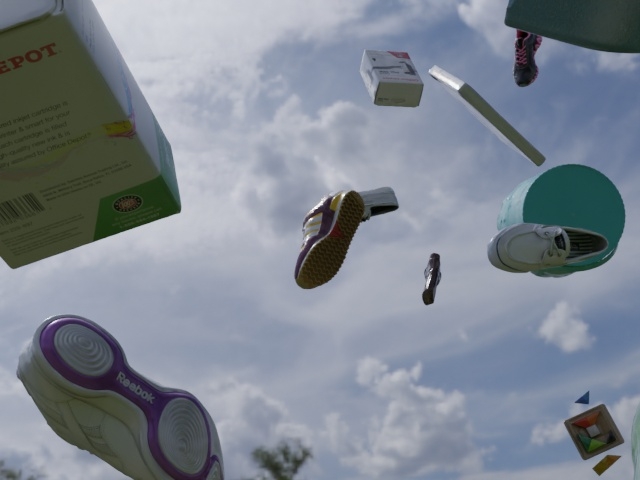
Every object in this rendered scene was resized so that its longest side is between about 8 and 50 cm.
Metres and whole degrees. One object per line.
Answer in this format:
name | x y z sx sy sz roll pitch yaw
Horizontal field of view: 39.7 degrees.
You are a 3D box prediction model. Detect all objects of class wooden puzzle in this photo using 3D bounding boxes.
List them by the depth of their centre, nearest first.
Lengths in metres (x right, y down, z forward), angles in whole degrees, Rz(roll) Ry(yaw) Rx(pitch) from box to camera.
wooden puzzle | 0.426 0.298 1.378 0.079 0.116 0.014 -30 -23 -4

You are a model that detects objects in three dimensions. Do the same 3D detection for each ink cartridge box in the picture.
ink cartridge box | -0.217 -0.092 0.669 0.154 0.093 0.212 -18 -38 4
ink cartridge box | 0.146 -0.334 1.821 0.099 0.135 0.056 0 -50 -15

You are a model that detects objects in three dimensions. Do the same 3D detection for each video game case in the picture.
video game case | 0.270 -0.206 1.446 0.190 0.173 0.022 38 -80 -20

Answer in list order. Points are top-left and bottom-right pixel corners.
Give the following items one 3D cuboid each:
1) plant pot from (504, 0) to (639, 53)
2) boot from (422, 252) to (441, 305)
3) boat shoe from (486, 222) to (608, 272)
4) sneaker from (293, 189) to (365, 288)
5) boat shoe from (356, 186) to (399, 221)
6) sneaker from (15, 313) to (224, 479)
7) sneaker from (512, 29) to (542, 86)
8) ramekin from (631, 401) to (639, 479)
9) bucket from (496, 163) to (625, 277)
plant pot | 0.446 -0.378 1.190 0.248 0.252 0.247 -21 -47 -40
boot | 0.228 0.100 1.835 0.037 0.114 0.106 3 -42 11
boat shoe | 0.379 0.004 1.464 0.226 0.083 0.076 -8 -6 -32
sneaker | 0.000 0.000 1.413 0.084 0.185 0.069 0 -40 49
boat shoe | 0.101 -0.074 2.107 0.184 0.063 0.066 -13 -30 -26
sneaker | -0.243 0.219 1.087 0.305 0.114 0.152 47 -47 -9
sneaker | 0.346 -0.319 1.517 0.047 0.119 0.057 -6 -28 34
ramekin | 0.395 0.231 0.703 0.303 0.148 0.303 15 -52 20
bucket | 0.574 -0.047 2.100 0.281 0.281 0.183 -5 -6 -2
